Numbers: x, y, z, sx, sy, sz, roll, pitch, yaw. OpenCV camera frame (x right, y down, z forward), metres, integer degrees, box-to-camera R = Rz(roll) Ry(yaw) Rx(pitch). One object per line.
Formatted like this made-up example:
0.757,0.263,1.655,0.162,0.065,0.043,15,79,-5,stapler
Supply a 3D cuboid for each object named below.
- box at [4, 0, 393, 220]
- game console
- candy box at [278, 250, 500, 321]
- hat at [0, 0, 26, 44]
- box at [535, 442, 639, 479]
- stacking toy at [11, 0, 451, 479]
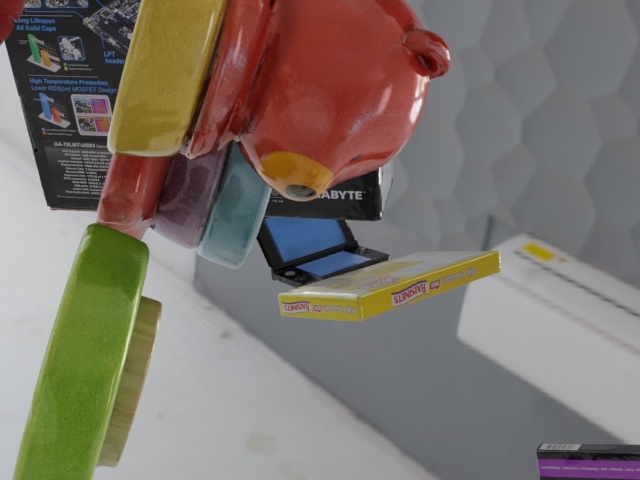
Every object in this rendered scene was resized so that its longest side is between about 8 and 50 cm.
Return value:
-0.097,-0.157,0.753,0.296,0.293,0.073,2,-147,12,box
0.000,0.000,1.109,0.122,0.071,0.107,-18,-160,-31,game console
0.070,0.040,0.935,0.206,0.027,0.105,-14,-169,-43,candy box
-0.158,-0.179,0.422,0.183,0.173,0.208,-34,-139,12,hat
0.278,0.279,0.959,0.116,0.162,0.029,-5,-175,28,box
-0.055,0.004,0.513,0.130,0.279,0.309,15,173,-11,stacking toy
